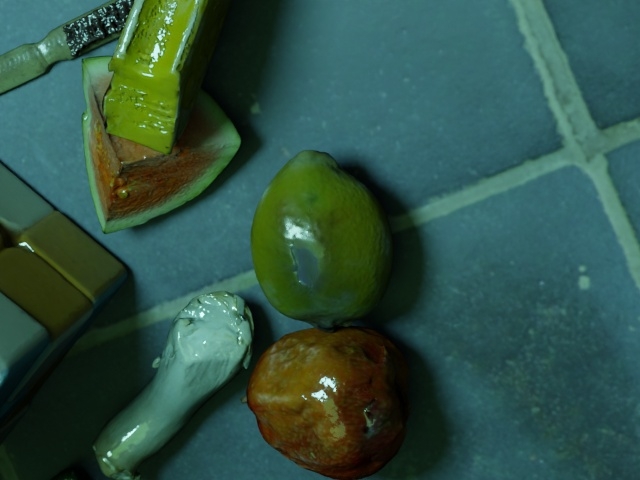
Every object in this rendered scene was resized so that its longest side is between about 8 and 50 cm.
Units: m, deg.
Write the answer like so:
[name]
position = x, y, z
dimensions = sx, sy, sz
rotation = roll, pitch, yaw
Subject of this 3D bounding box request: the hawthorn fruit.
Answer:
[hawthorn fruit]
position = 0.010, 0.173, 1.694
dimensions = 0.179, 0.173, 0.173
rotation = 18, 111, -4

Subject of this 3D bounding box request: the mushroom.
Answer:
[mushroom]
position = -0.164, 0.167, 1.777
dimensions = 0.099, 0.096, 0.278
rotation = 39, 116, 2

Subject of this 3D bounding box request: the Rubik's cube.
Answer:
[Rubik's cube]
position = -0.478, 0.094, 1.702
dimensions = 0.347, 0.344, 0.346
rotation = 41, 111, 1

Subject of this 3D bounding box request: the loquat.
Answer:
[loquat]
position = 0.000, 0.000, 1.658
dimensions = 0.152, 0.152, 0.195
rotation = -5, 97, 16

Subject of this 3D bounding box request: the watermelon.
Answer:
[watermelon]
position = -0.193, -0.094, 1.707
dimensions = 0.193, 0.137, 0.145
rotation = 28, 145, 6

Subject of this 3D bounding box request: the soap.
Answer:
[soap]
position = -0.145, -0.218, 1.581
dimensions = 0.080, 0.160, 0.257
rotation = 20, 94, 4

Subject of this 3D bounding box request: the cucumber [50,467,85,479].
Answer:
[cucumber]
position = -0.296, 0.340, 1.882
dimensions = 0.116, 0.062, 0.115
rotation = -42, 95, 15

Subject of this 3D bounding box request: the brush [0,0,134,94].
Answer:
[brush]
position = -0.289, -0.211, 1.722
dimensions = 0.248, 0.036, 0.043
rotation = -21, 96, 19
